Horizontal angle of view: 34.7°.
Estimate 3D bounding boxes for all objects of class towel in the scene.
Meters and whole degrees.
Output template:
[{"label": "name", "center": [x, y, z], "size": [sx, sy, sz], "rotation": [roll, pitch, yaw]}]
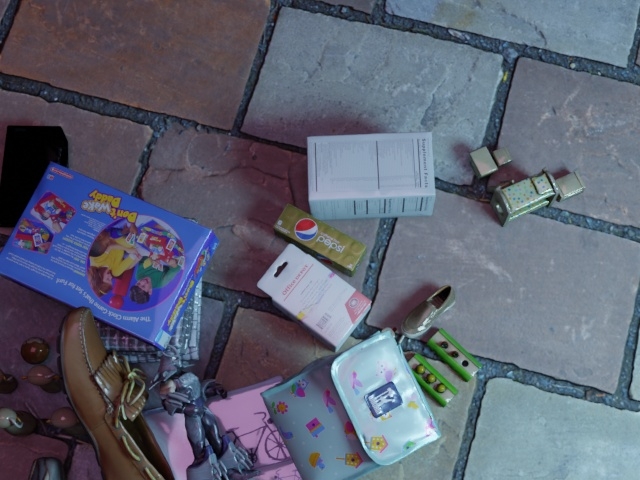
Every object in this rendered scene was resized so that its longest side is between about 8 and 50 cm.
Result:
[{"label": "towel", "center": [-0.352, 0.093, 1.979], "size": [0.235, 0.121, 0.283], "rotation": [0, 74, 3]}]

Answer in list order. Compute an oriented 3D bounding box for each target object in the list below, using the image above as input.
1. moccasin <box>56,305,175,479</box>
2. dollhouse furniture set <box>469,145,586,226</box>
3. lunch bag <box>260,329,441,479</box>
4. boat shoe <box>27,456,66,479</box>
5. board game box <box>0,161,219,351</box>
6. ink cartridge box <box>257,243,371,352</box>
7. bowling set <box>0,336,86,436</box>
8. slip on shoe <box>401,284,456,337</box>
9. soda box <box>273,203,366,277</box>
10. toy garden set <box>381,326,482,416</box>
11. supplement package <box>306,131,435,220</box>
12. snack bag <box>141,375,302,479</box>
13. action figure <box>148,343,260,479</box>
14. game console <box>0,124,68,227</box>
[{"label": "moccasin", "center": [-0.358, 0.293, 1.821], "size": [0.147, 0.139, 0.379], "rotation": [-17, 97, 8]}, {"label": "dollhouse furniture set", "center": [0.412, -0.144, 2.029], "size": [0.182, 0.101, 0.160], "rotation": [-24, 74, -5]}, {"label": "lunch bag", "center": [0.061, 0.304, 1.834], "size": [0.262, 0.160, 0.223], "rotation": [-28, 85, 20]}, {"label": "boat shoe", "center": [-0.559, 0.560, 1.845], "size": [0.130, 0.132, 0.355], "rotation": [11, 73, 5]}, {"label": "board game box", "center": [-0.397, 0.027, 1.902], "size": [0.347, 0.078, 0.233], "rotation": [23, 77, 12]}, {"label": "ink cartridge box", "center": [-0.014, 0.110, 1.989], "size": [0.198, 0.067, 0.115], "rotation": [37, 78, 10]}, {"label": "bowling set", "center": [-0.571, 0.272, 1.917], "size": [0.287, 0.154, 0.199], "rotation": [-6, 74, 0]}, {"label": "slip on shoe", "center": [0.208, 0.134, 1.969], "size": [0.135, 0.041, 0.051], "rotation": [-33, 56, -21]}, {"label": "soda box", "center": [0.000, 0.000, 2.025], "size": [0.181, 0.058, 0.061], "rotation": [29, 77, 9]}, {"label": "toy garden set", "center": [0.152, 0.253, 1.949], "size": [0.204, 0.049, 0.244], "rotation": [43, 80, 13]}, {"label": "supplement package", "center": [0.099, -0.124, 2.017], "size": [0.244, 0.134, 0.139], "rotation": [-2, 74, 2]}, {"label": "snack bag", "center": [-0.169, 0.443, 1.914], "size": [0.323, 0.037, 0.342], "rotation": [-15, 74, -2]}, {"label": "action figure", "center": [-0.221, 0.318, 1.858], "size": [0.099, 0.185, 0.285], "rotation": [-25, 87, 24]}, {"label": "game console", "center": [-0.696, -0.131, 2.097], "size": [0.362, 0.044, 0.213], "rotation": [0, 74, 3]}]
